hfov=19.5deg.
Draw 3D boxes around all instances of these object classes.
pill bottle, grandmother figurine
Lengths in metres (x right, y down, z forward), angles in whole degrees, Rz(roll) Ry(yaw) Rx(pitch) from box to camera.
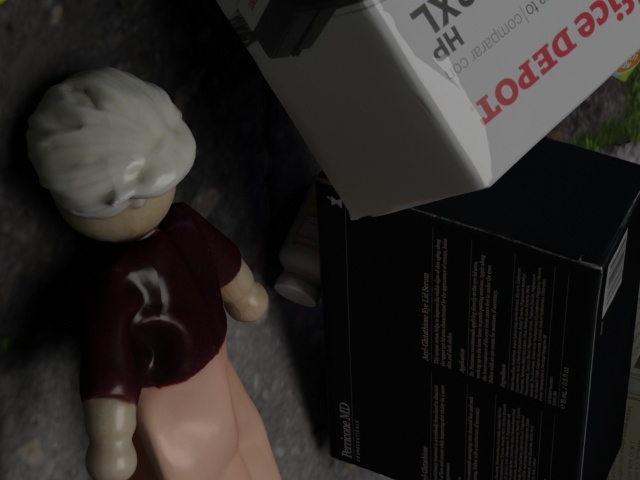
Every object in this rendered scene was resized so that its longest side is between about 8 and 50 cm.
[{"bbox_3d":[0.000,0.000,1.212,0.043,0.043,0.083,46,63,-48],"label":"pill bottle"},{"bbox_3d":[-0.092,0.064,1.071,0.208,0.104,0.342,-70,151,-61],"label":"grandmother figurine"}]

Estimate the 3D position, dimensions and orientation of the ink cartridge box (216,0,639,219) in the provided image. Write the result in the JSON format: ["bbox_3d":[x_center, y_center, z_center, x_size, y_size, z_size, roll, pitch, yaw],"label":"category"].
[{"bbox_3d":[0.045,-0.201,1.035,0.223,0.129,0.307,-41,106,-31],"label":"ink cartridge box"}]

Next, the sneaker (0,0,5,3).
[{"bbox_3d":[-0.254,-0.102,0.798,0.385,0.145,0.147,-30,157,-46],"label":"sneaker"}]

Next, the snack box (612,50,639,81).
[{"bbox_3d":[0.208,-0.223,1.353,0.174,0.070,0.207,-54,146,13],"label":"snack box"}]

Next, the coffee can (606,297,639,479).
[{"bbox_3d":[0.297,0.153,1.453,0.201,0.275,0.201,-19,114,-49],"label":"coffee can"}]

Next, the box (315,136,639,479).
[{"bbox_3d":[0.102,0.053,1.188,0.261,0.184,0.103,88,26,-44],"label":"box"}]
